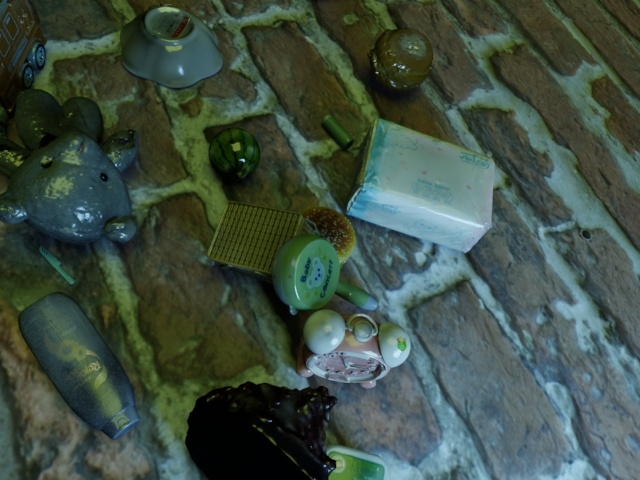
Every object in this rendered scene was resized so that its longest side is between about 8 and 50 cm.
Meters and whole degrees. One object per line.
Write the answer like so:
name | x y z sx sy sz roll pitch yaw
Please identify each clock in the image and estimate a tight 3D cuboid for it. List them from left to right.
clock | 0.045 0.162 0.757 0.165 0.162 0.093 13 58 -8

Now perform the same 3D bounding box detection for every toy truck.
toy truck | -0.604 -0.310 0.834 0.136 0.162 0.306 9 61 -10

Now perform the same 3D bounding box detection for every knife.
knife | -0.432 0.039 0.785 0.091 0.005 0.014 42 62 9

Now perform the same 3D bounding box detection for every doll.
doll | -0.427 -0.151 0.799 0.245 0.158 0.341 0 59 -29

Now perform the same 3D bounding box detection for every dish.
dish | -0.320 -0.437 1.024 0.229 0.081 0.230 7 61 -12

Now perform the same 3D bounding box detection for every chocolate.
chocolate | -0.055 0.251 0.671 0.224 0.207 0.177 2 29 31

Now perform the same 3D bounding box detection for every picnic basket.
picnic basket | -0.096 0.006 0.801 0.164 0.079 0.115 11 75 24

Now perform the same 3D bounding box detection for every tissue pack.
tissue pack | 0.202 -0.113 0.968 0.270 0.124 0.202 18 63 -6

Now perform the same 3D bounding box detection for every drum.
drum | 0.022 0.053 0.782 0.253 0.049 0.130 7 89 -51

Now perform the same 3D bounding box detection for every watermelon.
watermelon | -0.163 -0.160 0.912 0.108 0.109 0.109 6 61 -12

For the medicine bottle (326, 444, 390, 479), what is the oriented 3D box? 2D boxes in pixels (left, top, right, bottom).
medicine bottle | 0.030 0.397 0.682 0.119 0.069 0.183 20 61 -9

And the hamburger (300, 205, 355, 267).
hamburger | 0.000 0.000 0.875 0.126 0.081 0.141 43 61 11

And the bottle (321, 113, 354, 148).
bottle | 0.037 -0.237 1.041 0.030 0.030 0.083 -32 74 -27

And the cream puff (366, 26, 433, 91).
cream puff | 0.185 -0.421 1.128 0.165 0.115 0.150 1 69 -25

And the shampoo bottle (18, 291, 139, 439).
shampoo bottle | -0.351 0.184 0.704 0.087 0.049 0.234 -35 76 -25
